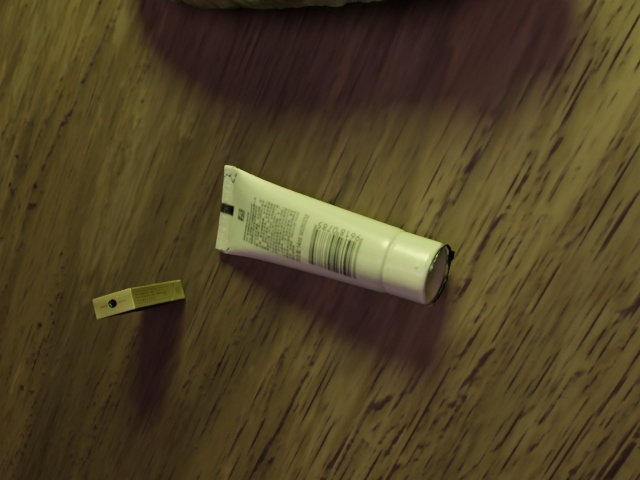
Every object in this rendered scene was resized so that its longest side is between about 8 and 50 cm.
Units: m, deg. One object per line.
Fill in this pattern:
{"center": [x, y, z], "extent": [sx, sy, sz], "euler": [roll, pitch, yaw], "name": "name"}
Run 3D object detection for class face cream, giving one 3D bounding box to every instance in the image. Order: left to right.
{"center": [0.000, 0.000, 0.603], "extent": [0.244, 0.058, 0.092], "euler": [18, 109, 27], "name": "face cream"}

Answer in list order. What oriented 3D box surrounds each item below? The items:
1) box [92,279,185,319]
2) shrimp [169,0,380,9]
{"center": [-0.190, 0.062, 0.675], "extent": [0.053, 0.083, 0.024], "euler": [-17, 84, 26], "name": "box"}
{"center": [-0.006, -0.303, 0.553], "extent": [0.446, 0.110, 0.221], "euler": [17, 94, 25], "name": "shrimp"}
